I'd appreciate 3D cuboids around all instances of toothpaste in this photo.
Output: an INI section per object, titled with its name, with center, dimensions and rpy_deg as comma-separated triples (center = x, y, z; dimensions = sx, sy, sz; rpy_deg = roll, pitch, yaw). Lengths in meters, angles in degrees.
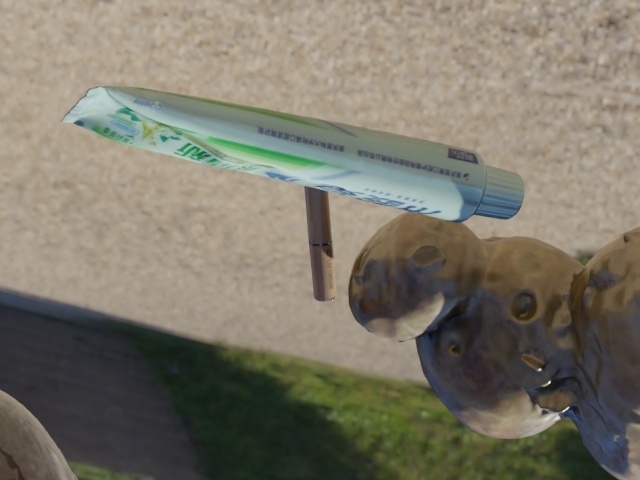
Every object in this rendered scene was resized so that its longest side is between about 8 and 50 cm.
[toothpaste]
center = -0.008, -0.054, 0.825
dimensions = 0.296, 0.048, 0.075
rpy_deg = 11, 166, -23

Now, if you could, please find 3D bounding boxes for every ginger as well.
[ginger]
center = 0.173, 0.073, 0.980
dimensions = 0.304, 0.155, 0.245
rpy_deg = 7, 147, 20

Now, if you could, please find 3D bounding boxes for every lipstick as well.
[lipstick]
center = 0.000, 0.000, 1.008
dimensions = 0.019, 0.094, 0.019
rpy_deg = -4, -158, 2

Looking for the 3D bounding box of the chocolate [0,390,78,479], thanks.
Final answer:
[chocolate]
center = -0.350, 0.172, 0.966
dimensions = 0.303, 0.213, 0.303
rpy_deg = -29, 176, -2
